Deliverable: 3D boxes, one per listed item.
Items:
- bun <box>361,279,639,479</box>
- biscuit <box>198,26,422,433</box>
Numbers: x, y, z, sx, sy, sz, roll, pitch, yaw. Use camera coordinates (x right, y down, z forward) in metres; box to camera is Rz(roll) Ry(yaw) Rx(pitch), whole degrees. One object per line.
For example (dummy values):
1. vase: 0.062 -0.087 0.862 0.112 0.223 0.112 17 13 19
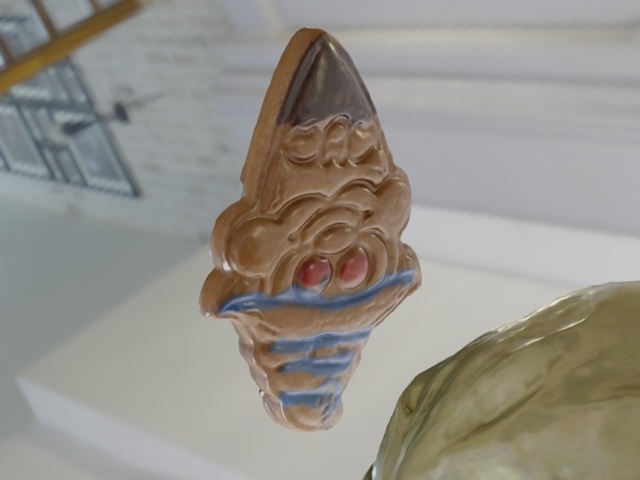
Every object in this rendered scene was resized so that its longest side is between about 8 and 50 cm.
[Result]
1. bun: 0.114 0.187 0.812 0.361 0.213 0.361 -32 -136 37
2. biscuit: 0.000 0.000 1.095 0.183 0.280 0.043 -16 -151 -41
